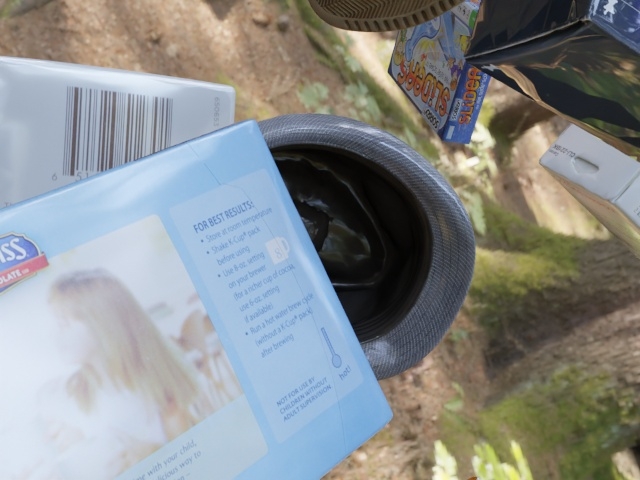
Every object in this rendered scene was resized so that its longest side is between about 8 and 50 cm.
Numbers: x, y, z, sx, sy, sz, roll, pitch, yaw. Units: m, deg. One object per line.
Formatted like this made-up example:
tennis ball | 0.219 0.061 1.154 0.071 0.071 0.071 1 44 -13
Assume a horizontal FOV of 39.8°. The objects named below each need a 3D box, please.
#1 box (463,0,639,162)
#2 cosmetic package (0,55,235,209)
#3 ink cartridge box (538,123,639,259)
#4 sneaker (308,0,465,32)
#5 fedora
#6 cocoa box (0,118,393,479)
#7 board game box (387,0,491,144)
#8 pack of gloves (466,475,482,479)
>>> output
box | 0.233 -0.141 0.528 0.261 0.103 0.184 22 80 -27
cosmetic package | -0.355 -0.067 1.253 0.329 0.393 0.328 1 95 -33
ink cartridge box | 0.471 -0.052 1.263 0.272 0.114 0.197 36 7 -27
sneaker | 0.132 -0.255 0.745 0.153 0.282 0.099 -40 112 -57
fedora | 0.000 0.000 0.862 0.275 0.244 0.124 21 9 -10
cocoa box | -0.172 0.103 0.544 0.347 0.228 0.232 -28 95 -42
board game box | 0.133 -0.209 0.970 0.201 0.035 0.136 -114 -147 -57
pack of gloves | 0.233 0.414 1.222 0.232 0.195 0.046 41 40 -11
